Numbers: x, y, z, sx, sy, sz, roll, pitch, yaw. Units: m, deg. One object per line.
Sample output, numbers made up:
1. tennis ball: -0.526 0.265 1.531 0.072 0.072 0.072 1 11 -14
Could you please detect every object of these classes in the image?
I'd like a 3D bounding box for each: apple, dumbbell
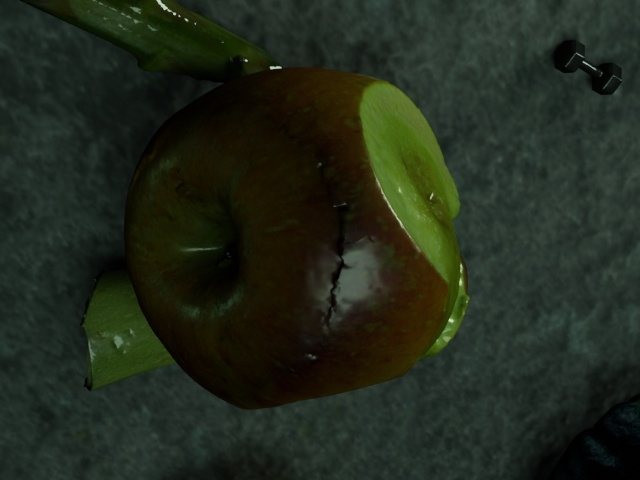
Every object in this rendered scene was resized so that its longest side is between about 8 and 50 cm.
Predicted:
1. apple: 0.000 0.000 1.396 0.374 0.384 0.374 -25 126 -38
2. dumbbell: 0.308 -0.198 1.566 0.083 0.040 0.036 25 143 -26

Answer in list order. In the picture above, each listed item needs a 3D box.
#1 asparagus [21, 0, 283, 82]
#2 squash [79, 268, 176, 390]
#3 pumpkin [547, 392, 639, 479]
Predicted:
1. asparagus: -0.195 -0.232 1.395 0.343 0.082 0.085 23 130 -31
2. squash: -0.146 0.070 1.575 0.288 0.137 0.137 -16 123 -19
3. pumpkin: 0.469 0.375 1.804 0.364 0.266 0.363 -8 119 -15
